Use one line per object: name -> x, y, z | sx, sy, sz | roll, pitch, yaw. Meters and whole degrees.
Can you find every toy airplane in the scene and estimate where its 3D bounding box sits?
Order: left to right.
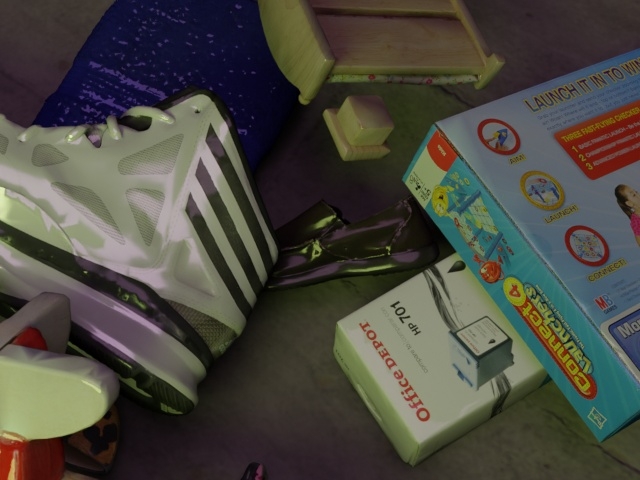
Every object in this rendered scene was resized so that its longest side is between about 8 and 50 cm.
toy airplane -> -0.231, 0.225, 0.853 | 0.384, 0.272, 0.386 | -37, 82, 13

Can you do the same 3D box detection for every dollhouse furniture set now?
dollhouse furniture set -> 0.064, -0.194, 1.066 | 0.303, 0.174, 0.355 | -5, 60, -31

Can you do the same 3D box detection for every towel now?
towel -> -0.156, -0.128, 1.128 | 0.228, 0.076, 0.308 | 25, 67, 3

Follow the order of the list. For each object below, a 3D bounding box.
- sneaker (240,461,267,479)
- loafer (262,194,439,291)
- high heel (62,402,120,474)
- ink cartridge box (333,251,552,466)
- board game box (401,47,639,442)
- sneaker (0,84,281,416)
sneaker -> -0.089, 0.248, 0.972 | 0.057, 0.047, 0.119 | 18, 65, 20
loafer -> 0.000, 0.000, 1.043 | 0.220, 0.080, 0.078 | -9, 93, 3
high heel -> -0.318, 0.171, 0.970 | 0.261, 0.093, 0.186 | -25, 62, -21
ink cartridge box -> 0.127, 0.098, 1.018 | 0.191, 0.082, 0.139 | -29, 69, -16
board game box -> 0.285, -0.014, 1.017 | 0.308, 0.086, 0.302 | -22, 66, -31
sneaker -> -0.236, -0.062, 0.987 | 0.447, 0.169, 0.257 | 33, 69, 3
